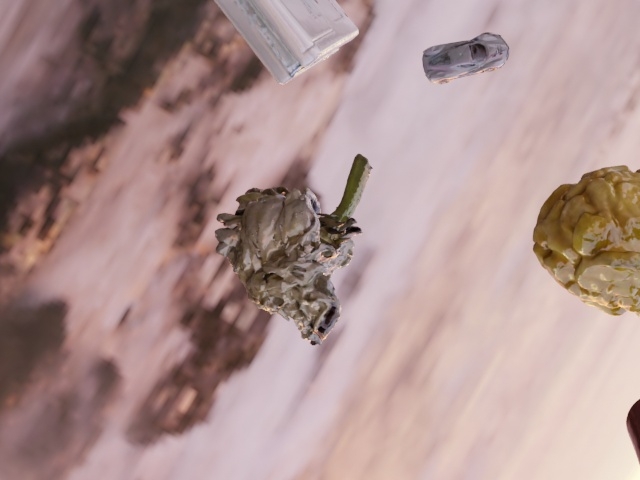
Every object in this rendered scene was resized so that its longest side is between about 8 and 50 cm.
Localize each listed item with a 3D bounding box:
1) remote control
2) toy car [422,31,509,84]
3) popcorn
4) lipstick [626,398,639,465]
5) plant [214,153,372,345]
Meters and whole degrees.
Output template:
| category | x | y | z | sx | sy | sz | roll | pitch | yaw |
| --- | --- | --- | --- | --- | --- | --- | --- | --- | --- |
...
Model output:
| category | x | y | z | sx | sy | sz | roll | pitch | yaw |
| --- | --- | --- | --- | --- | --- | --- | --- | --- | --- |
| remote control | -0.030 | -0.216 | 1.804 | 0.055 | 0.103 | 0.277 | -37 | -177 | 14 |
| toy car | 0.154 | -0.194 | 1.958 | 0.025 | 0.093 | 0.041 | 39 | 37 | -76 |
| popcorn | 0.316 | 0.005 | 1.819 | 0.163 | 0.194 | 0.140 | -42 | -149 | 30 |
| lipstick | 0.377 | 0.246 | 1.960 | 0.241 | 0.080 | 0.080 | -90 | -157 | -66 |
| plant | 0.000 | 0.000 | 1.179 | 0.122 | 0.116 | 0.104 | -42 | 130 | -8 |
